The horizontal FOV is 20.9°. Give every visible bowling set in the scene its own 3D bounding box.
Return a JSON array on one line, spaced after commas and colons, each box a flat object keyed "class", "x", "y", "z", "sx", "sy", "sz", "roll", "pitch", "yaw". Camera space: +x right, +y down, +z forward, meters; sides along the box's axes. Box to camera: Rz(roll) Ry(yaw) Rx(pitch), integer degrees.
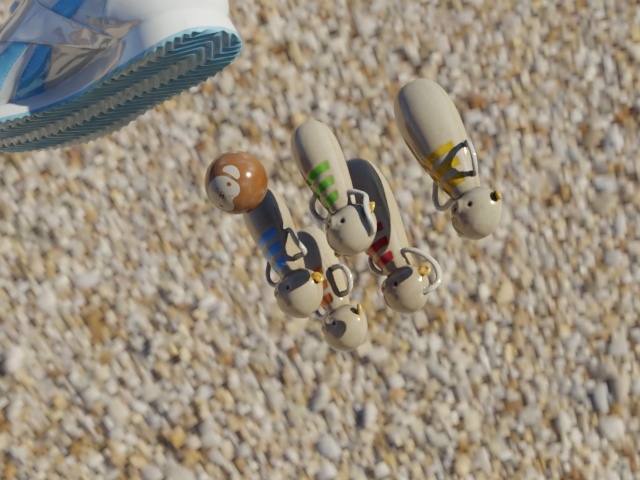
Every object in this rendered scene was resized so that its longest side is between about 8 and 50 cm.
[{"class": "bowling set", "x": 0.000, "y": 0.000, "z": 1.481, "sx": 0.200, "sy": 0.287, "sz": 0.154, "roll": -6, "pitch": 57, "yaw": -32}]

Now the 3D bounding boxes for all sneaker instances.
[{"class": "sneaker", "x": -0.145, "y": -0.114, "z": 1.004, "sx": 0.228, "sy": 0.087, "sz": 0.092, "roll": -21, "pitch": 74, "yaw": 31}]
